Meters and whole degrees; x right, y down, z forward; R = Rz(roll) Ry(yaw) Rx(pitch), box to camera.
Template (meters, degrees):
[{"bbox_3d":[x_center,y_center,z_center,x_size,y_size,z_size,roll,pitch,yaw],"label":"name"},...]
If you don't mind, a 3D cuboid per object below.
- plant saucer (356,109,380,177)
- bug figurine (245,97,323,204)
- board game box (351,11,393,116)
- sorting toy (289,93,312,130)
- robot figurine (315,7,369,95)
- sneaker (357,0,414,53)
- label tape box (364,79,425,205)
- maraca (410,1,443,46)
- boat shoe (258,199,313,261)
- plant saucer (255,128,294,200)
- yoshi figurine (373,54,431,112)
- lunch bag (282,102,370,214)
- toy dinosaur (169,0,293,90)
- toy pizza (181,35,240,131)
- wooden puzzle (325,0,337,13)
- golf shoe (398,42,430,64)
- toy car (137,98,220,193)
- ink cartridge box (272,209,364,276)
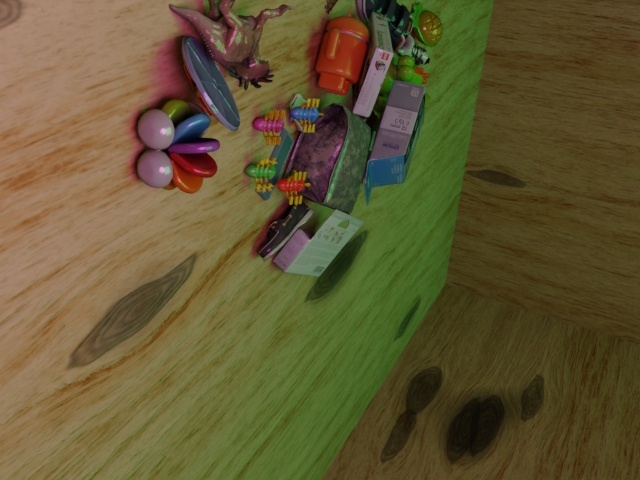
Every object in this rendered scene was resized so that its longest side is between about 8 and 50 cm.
[{"bbox_3d":[0.143,-0.323,2.176,0.278,0.041,0.277,-47,145,-48],"label":"plant saucer"},{"bbox_3d":[-0.092,-0.233,1.611,0.216,0.072,0.278,-4,113,-46],"label":"bug figurine"},{"bbox_3d":[0.142,-0.505,1.797,0.305,0.053,0.192,-88,-164,-54],"label":"board game box"},{"bbox_3d":[-0.059,-0.349,1.690,0.083,0.045,0.075,-61,148,-25],"label":"sorting toy"},{"bbox_3d":[0.060,-0.514,1.735,0.158,0.128,0.219,13,95,-33],"label":"robot figurine"},{"bbox_3d":[0.214,-0.695,1.967,0.126,0.128,0.321,-69,156,-6],"label":"sneaker"},{"bbox_3d":[0.236,-0.291,2.012,0.249,0.115,0.347,65,41,-74],"label":"label tape box"},{"bbox_3d":[0.387,-0.796,2.340,0.186,0.099,0.127,31,66,-41],"label":"maraca"},{"bbox_3d":[-0.108,-0.032,1.766,0.227,0.068,0.081,-49,-172,-37],"label":"boat shoe"},{"bbox_3d":[-0.118,-0.201,1.685,0.191,0.018,0.067,-69,157,-13],"label":"plant saucer"},{"bbox_3d":[0.243,-0.523,2.161,0.203,0.203,0.362,-35,166,-2],"label":"yoshi figurine"},{"bbox_3d":[0.035,-0.241,1.814,0.235,0.169,0.286,12,99,-67],"label":"lunch bag"},{"bbox_3d":[-0.176,-0.398,1.285,0.296,0.127,0.200,-18,129,-57],"label":"toy dinosaur"},{"bbox_3d":[-0.220,-0.301,1.238,0.201,0.032,0.201,60,13,-23],"label":"toy pizza"},{"bbox_3d":[0.031,-0.658,1.719,0.083,0.006,0.049,-61,155,-26],"label":"wooden puzzle"},{"bbox_3d":[0.346,-0.693,2.315,0.198,0.094,0.077,1,106,-65],"label":"golf shoe"},{"bbox_3d":[-0.258,-0.177,1.217,0.159,0.136,0.181,-31,134,-58],"label":"toy car"},{"bbox_3d":[0.000,0.000,1.929,0.238,0.060,0.275,-52,160,9],"label":"ink cartridge box"}]
